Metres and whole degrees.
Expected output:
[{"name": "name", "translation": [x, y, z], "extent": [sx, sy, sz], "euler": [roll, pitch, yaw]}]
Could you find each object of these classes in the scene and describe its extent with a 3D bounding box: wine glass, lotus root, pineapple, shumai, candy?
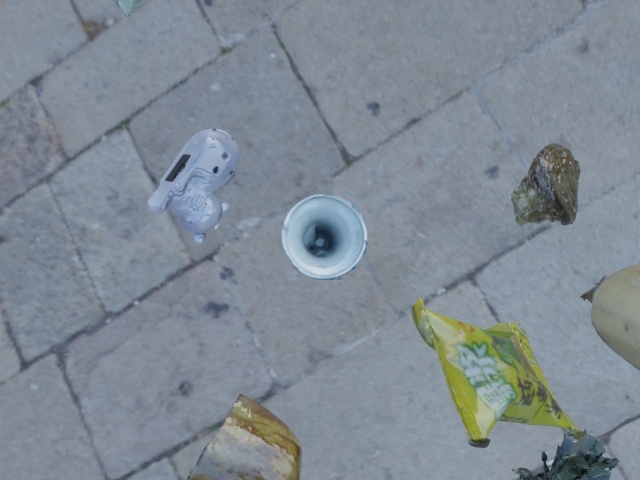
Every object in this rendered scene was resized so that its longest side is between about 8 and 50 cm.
[{"name": "wine glass", "translation": [0.000, 0.000, 1.783], "extent": [0.165, 0.196, 0.165], "euler": [0, 86, -6]}, {"name": "lotus root", "translation": [0.204, 0.046, 0.544], "extent": [0.073, 0.150, 0.062], "euler": [-10, 104, -9]}, {"name": "lotus root", "translation": [-0.083, 0.251, 0.982], "extent": [0.135, 0.095, 0.159], "euler": [20, 84, 1]}, {"name": "pineapple", "translation": [0.394, 0.449, 1.634], "extent": [0.277, 0.119, 0.130], "euler": [-49, 63, 35]}, {"name": "shumai", "translation": [0.355, -0.087, 1.455], "extent": [0.105, 0.139, 0.123], "euler": [4, 71, 15]}, {"name": "candy", "translation": [0.214, 0.164, 1.114], "extent": [0.081, 0.297, 0.187], "euler": [-39, 58, 23]}]

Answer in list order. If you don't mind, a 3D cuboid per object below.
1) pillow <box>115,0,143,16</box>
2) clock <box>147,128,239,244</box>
[{"name": "pillow", "translation": [-0.114, -0.307, 0.536], "extent": [0.138, 0.283, 0.310], "euler": [17, 88, 8]}, {"name": "clock", "translation": [-0.185, -0.091, 1.503], "extent": [0.080, 0.117, 0.176], "euler": [15, 69, 56]}]
